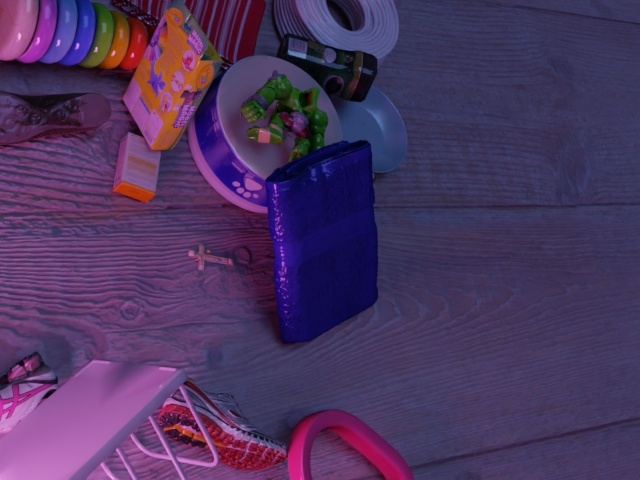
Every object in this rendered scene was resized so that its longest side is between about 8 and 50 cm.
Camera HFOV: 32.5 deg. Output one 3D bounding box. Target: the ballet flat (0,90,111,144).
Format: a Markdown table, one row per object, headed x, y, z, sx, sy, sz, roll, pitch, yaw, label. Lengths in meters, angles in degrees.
| x | y | z | sx | sy | sz | roll | pitch | yaw | label |
| --- | --- | --- | --- | --- | --- | --- | --- | --- | --- |
| -0.448 | -0.195 | 1.708 | 0.250 | 0.058 | 0.084 | -11 | 98 | -34 | ballet flat |

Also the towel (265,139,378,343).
| x | y | z | sx | sy | sz | roll | pitch | yaw | label |
| --- | --- | --- | --- | --- | --- | --- | --- | --- | --- |
| 0.000 | 0.000 | 1.844 | 0.228 | 0.076 | 0.308 | -25 | 121 | -37 | towel |

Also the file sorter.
| x | y | z | sx | sy | sz | roll | pitch | yaw | label |
| --- | --- | --- | --- | --- | --- | --- | --- | --- | --- |
| -0.301 | 0.312 | 1.466 | 0.278 | 0.193 | 0.173 | -43 | 121 | -41 | file sorter |

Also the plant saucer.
| x | y | z | sx | sy | sz | roll | pitch | yaw | label |
| --- | --- | --- | --- | --- | --- | --- | --- | --- | --- |
| 0.081 | -0.213 | 2.115 | 0.195 | 0.037 | 0.194 | 17 | 59 | -30 | plant saucer |

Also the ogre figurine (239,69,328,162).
| x | y | z | sx | sy | sz | roll | pitch | yaw | label |
| --- | --- | --- | --- | --- | --- | --- | --- | --- | --- |
| -0.046 | -0.197 | 1.836 | 0.197 | 0.097 | 0.118 | 28 | 61 | -19 | ogre figurine |

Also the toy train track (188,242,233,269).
| x | y | z | sx | sy | sz | roll | pitch | yaw | label |
| --- | --- | --- | --- | --- | --- | --- | --- | --- | --- |
| -0.180 | 0.028 | 1.823 | 0.083 | 0.014 | 0.048 | 13 | 62 | -32 | toy train track |

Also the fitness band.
| x | y | z | sx | sy | sz | roll | pitch | yaw | label |
| --- | --- | --- | --- | --- | --- | --- | --- | --- | --- |
| 0.054 | 0.398 | 1.767 | 0.291 | 0.054 | 0.209 | 44 | 47 | -26 | fitness band |

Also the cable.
| x | y | z | sx | sy | sz | roll | pitch | yaw | label |
| --- | --- | --- | --- | --- | --- | --- | --- | --- | --- |
| 0.034 | -0.437 | 2.151 | 0.257 | 0.089 | 0.257 | 39 | 51 | -16 | cable |

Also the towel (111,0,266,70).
| x | y | z | sx | sy | sz | roll | pitch | yaw | label |
| --- | --- | --- | --- | --- | --- | --- | --- | --- | --- |
| -0.229 | -0.433 | 1.993 | 0.275 | 0.031 | 0.198 | 28 | 54 | -24 | towel |

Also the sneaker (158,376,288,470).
| x | y | z | sx | sy | sz | roll | pitch | yaw | label |
| --- | --- | --- | --- | --- | --- | --- | --- | --- | --- |
| -0.138 | 0.280 | 1.688 | 0.225 | 0.088 | 0.092 | 34 | 43 | -26 | sneaker |

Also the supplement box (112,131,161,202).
| x | y | z | sx | sy | sz | roll | pitch | yaw | label |
| --- | --- | --- | --- | --- | --- | --- | --- | --- | --- |
| -0.298 | -0.119 | 1.789 | 0.062 | 0.036 | 0.098 | 20 | 59 | -28 | supplement box |

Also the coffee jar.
| x | y | z | sx | sy | sz | roll | pitch | yaw | label |
| --- | --- | --- | --- | --- | --- | --- | --- | --- | --- |
| 0.010 | -0.318 | 2.040 | 0.185 | 0.096 | 0.079 | 12 | 54 | -11 | coffee jar |

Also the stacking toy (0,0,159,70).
| x | y | z | sx | sy | sz | roll | pitch | yaw | label |
| --- | --- | --- | --- | --- | --- | --- | --- | --- | --- |
| -0.368 | -0.335 | 1.789 | 0.330 | 0.141 | 0.141 | 6 | 66 | -42 | stacking toy |

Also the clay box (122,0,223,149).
| x | y | z | sx | sy | sz | roll | pitch | yaw | label |
| --- | --- | --- | --- | --- | --- | --- | --- | --- | --- |
| -0.234 | -0.268 | 1.762 | 0.053 | 0.222 | 0.127 | -2 | 50 | -43 | clay box |

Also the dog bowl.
| x | y | z | sx | sy | sz | roll | pitch | yaw | label |
| --- | --- | --- | --- | --- | --- | --- | --- | --- | --- |
| -0.094 | -0.187 | 1.928 | 0.265 | 0.104 | 0.264 | 16 | 61 | -31 | dog bowl |

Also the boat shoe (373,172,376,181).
| x | y | z | sx | sy | sz | roll | pitch | yaw | label |
| --- | --- | --- | --- | --- | --- | --- | --- | --- | --- |
| 0.029 | -0.084 | 2.002 | 0.072 | 0.068 | 0.190 | 42 | 50 | 2 | boat shoe |

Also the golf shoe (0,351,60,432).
| x | y | z | sx | sy | sz | roll | pitch | yaw | label |
| --- | --- | --- | --- | --- | --- | --- | --- | --- | --- |
| -0.431 | 0.233 | 1.504 | 0.086 | 0.067 | 0.186 | 54 | 48 | -6 | golf shoe |
